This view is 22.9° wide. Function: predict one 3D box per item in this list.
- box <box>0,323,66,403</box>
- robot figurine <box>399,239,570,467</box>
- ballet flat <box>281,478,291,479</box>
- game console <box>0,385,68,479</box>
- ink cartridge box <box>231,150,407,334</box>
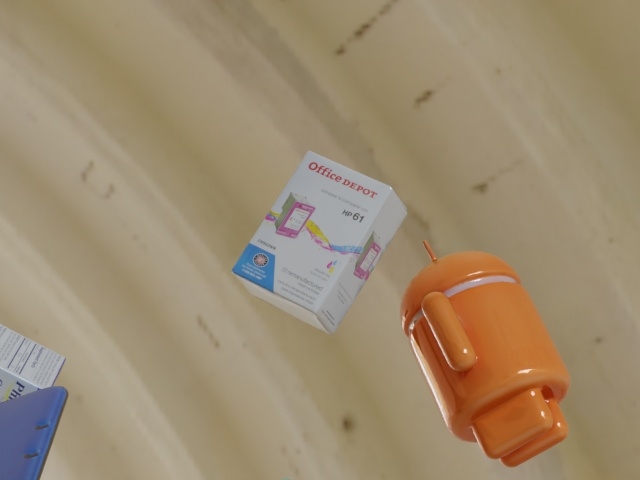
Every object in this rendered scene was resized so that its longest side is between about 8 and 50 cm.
[{"bbox_3d":[-0.377,0.153,1.826,0.137,0.126,0.072,28,-77,-6],"label":"box"},{"bbox_3d":[0.153,0.103,1.494,0.158,0.219,0.128,-6,-32,-30],"label":"robot figurine"},{"bbox_3d":[-0.083,0.311,1.399,0.231,0.077,0.077,-39,-27,-20],"label":"ballet flat"},{"bbox_3d":[-0.338,0.270,1.372,0.173,0.250,0.293,12,14,-4],"label":"game console"},{"bbox_3d":[0.000,0.000,1.277,0.088,0.122,0.052,25,-15,28],"label":"ink cartridge box"}]
